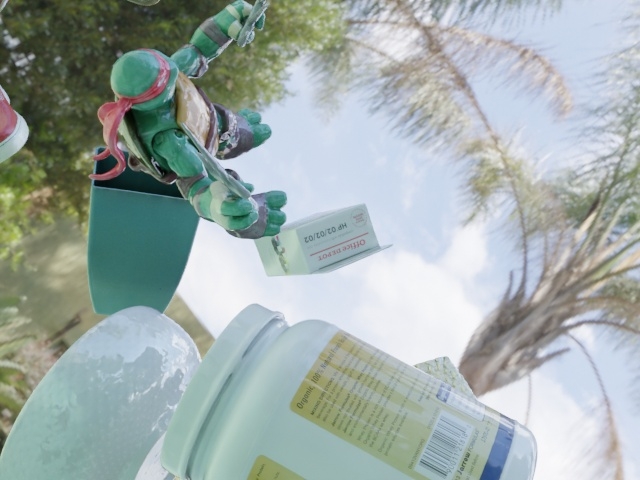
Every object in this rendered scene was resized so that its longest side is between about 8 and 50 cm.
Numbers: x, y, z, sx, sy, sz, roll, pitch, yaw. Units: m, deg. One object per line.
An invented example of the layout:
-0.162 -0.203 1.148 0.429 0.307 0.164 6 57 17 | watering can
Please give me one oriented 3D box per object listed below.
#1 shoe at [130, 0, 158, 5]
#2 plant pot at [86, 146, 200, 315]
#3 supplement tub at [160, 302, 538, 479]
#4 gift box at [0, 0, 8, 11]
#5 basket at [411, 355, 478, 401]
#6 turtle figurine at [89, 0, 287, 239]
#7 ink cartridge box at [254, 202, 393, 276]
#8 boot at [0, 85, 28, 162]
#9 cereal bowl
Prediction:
-0.164 -0.305 0.768 0.076 0.058 0.219 21 -20 -12 | shoe
-0.291 -0.001 1.293 0.166 0.165 0.234 -114 -145 -61 | plant pot
0.026 0.218 0.805 0.316 0.228 0.228 27 -32 11 | supplement tub
-0.194 -0.183 0.311 0.276 0.255 0.258 19 -21 -23 | gift box
0.189 0.277 1.299 0.167 0.113 0.103 -119 -164 -59 | basket
-0.082 -0.084 0.569 0.118 0.175 0.234 2 -15 10 | turtle figurine
0.000 0.000 1.021 0.181 0.104 0.062 -7 -77 64 | ink cartridge box
-0.480 -0.209 1.077 0.244 0.088 0.176 47 -14 48 | boot
-0.268 0.267 1.111 0.141 0.339 0.339 26 -34 17 | cereal bowl
